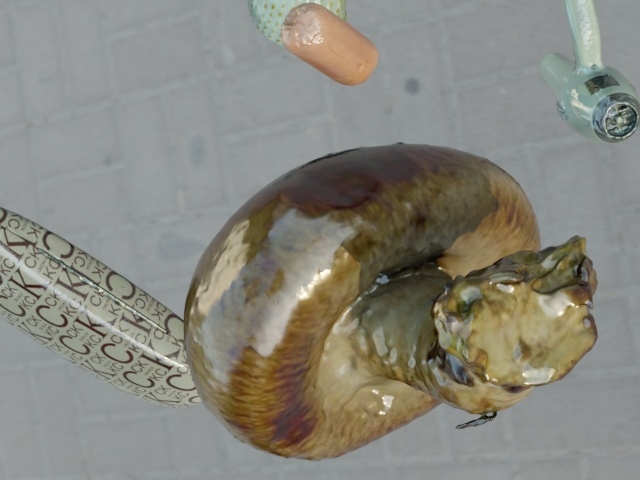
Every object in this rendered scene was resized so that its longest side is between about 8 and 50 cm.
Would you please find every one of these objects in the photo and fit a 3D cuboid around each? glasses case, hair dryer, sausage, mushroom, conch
[{"bbox_3d":[-0.268,0.076,1.536,0.354,0.085,0.137,35,144,-19],"label":"glasses case"},{"bbox_3d":[0.297,-0.246,1.643,0.092,0.229,0.267,-15,96,-5],"label":"hair dryer"},{"bbox_3d":[0.006,-0.116,0.826,0.034,0.083,0.034,-6,76,28],"label":"sausage"},{"bbox_3d":[0.079,0.070,1.209,0.356,0.331,0.334,29,129,26],"label":"mushroom"},{"bbox_3d":[-0.043,-0.324,1.644,0.131,0.200,0.172,-30,33,20],"label":"conch"}]
